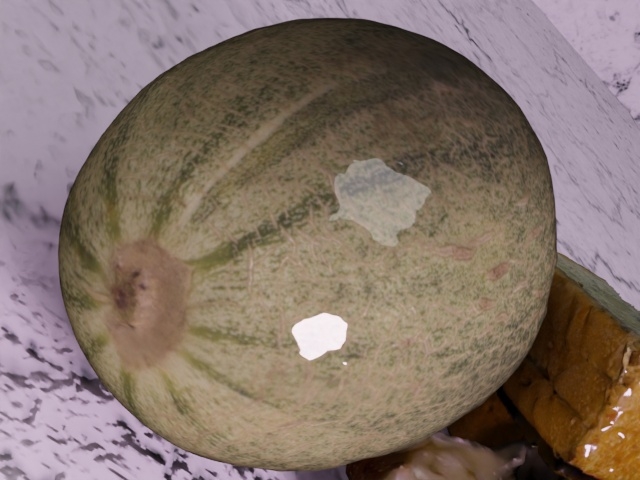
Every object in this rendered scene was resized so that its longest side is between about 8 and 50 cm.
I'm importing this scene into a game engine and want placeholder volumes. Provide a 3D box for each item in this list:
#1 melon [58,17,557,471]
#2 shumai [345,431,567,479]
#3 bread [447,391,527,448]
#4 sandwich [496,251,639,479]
[{"bbox_3d":[0.000,0.000,0.648,0.248,0.249,0.329,58,27,8],"label":"melon"},{"bbox_3d":[0.094,0.184,0.696,0.176,0.166,0.206,38,4,-16],"label":"shumai"},{"bbox_3d":[0.201,0.179,0.923,0.232,0.135,0.246,31,31,-15],"label":"bread"},{"bbox_3d":[0.232,0.108,0.769,0.273,0.095,0.249,26,11,-20],"label":"sandwich"}]
